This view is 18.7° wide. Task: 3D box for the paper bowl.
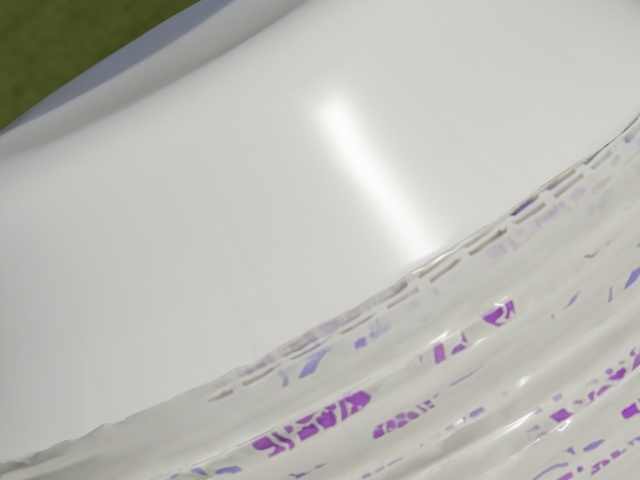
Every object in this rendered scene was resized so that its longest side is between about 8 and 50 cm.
[{"bbox_3d":[0.000,0.000,0.585,0.284,0.148,0.284,-29,14,8],"label":"paper bowl"}]
